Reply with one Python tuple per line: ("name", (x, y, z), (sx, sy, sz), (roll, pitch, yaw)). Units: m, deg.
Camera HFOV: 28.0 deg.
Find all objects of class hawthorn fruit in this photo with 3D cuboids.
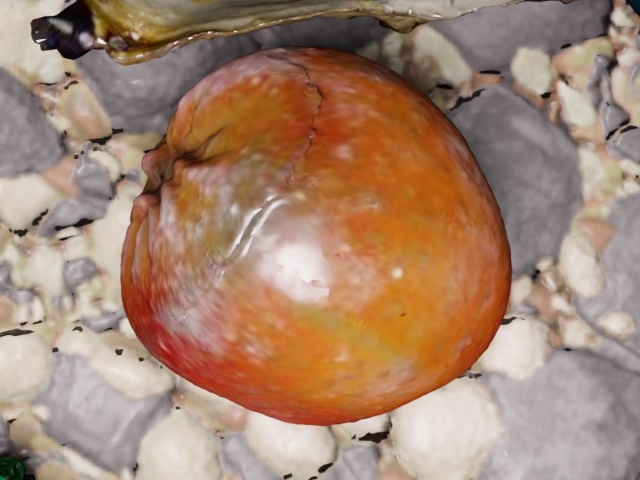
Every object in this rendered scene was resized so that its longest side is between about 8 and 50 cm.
("hawthorn fruit", (0.000, 0.000, 0.570), (0.173, 0.173, 0.172), (1, 85, -8))

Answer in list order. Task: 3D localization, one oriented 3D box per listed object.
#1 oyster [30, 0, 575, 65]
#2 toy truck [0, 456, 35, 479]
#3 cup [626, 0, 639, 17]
("oyster", (0.004, -0.194, 0.623), (0.361, 0.096, 0.221), (-8, 81, -9))
("toy truck", (-0.155, 0.173, 0.572), (0.065, 0.079, 0.147), (-7, 84, -8))
("cup", (0.210, -0.209, 0.473), (0.292, 0.242, 0.308), (44, 113, -12))
